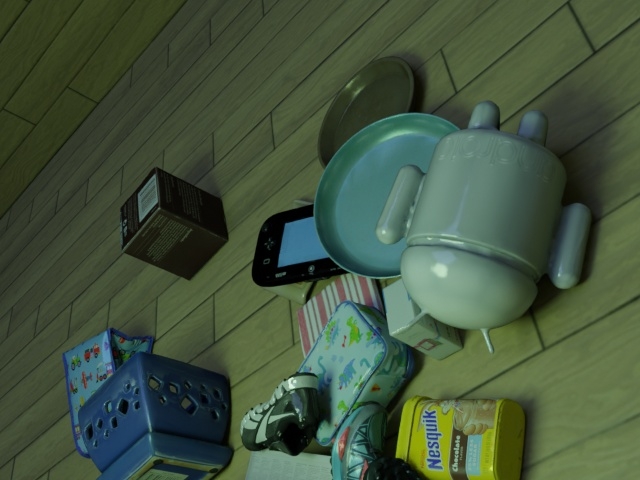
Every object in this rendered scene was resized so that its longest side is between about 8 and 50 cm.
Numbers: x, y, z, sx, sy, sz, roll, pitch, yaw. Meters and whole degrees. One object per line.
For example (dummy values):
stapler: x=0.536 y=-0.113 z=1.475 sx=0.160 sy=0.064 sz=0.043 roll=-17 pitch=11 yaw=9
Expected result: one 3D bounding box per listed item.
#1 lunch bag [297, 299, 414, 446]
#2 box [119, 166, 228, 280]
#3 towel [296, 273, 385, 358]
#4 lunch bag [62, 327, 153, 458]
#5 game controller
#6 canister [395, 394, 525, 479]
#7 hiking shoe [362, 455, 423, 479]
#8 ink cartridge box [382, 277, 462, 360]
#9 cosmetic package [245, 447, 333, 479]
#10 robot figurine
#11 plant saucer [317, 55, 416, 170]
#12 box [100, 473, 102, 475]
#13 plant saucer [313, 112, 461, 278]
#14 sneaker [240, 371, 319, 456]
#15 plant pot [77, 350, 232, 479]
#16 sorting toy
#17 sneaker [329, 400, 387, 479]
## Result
lunch bag: x=0.048 y=0.220 z=1.294 sx=0.219 sy=0.090 sz=0.176 roll=-60 pitch=37 yaw=14
box: x=-0.366 y=-0.040 z=1.918 sx=0.167 sy=0.203 sz=0.168 roll=-45 pitch=38 yaw=24
towel: x=0.036 y=0.138 z=1.435 sx=0.197 sy=0.029 sz=0.144 roll=-40 pitch=40 yaw=25
lunch bag: x=-0.534 y=0.396 z=1.922 sx=0.221 sy=0.138 sz=0.293 roll=-27 pitch=57 yaw=37
game controller: x=0.000 y=0.000 z=1.487 sx=0.319 sy=0.067 sz=0.166 roll=-13 pitch=47 yaw=35
canister: x=0.196 y=0.282 z=1.086 sx=0.170 sy=0.073 sz=0.126 roll=-13 pitch=57 yaw=46
hiking shoe: x=0.095 y=0.447 z=1.032 sx=0.132 sy=0.113 sz=0.304 roll=-43 pitch=48 yaw=46
ink cartridge box: x=0.159 y=0.122 z=1.200 sx=0.052 sy=0.122 sz=0.088 roll=-34 pitch=44 yaw=29
cosmetic package: x=-0.035 y=0.409 z=1.306 sx=0.239 sy=0.060 sz=0.099 roll=-10 pitch=61 yaw=50
robot figurine: x=0.235 y=-0.022 z=1.129 sx=0.300 sy=0.200 sz=0.353 roll=13 pitch=75 yaw=20
plant saucer: x=0.100 y=-0.251 z=1.606 sx=0.278 sy=0.041 sz=0.278 roll=-31 pitch=46 yaw=38
box: x=-0.408 y=0.575 z=1.588 sx=0.156 sy=0.158 sz=0.093 roll=-55 pitch=35 yaw=9
plant saucer: x=0.136 y=-0.076 z=1.365 sx=0.317 sy=0.043 sz=0.318 roll=-13 pitch=62 yaw=26
sneaker: x=-0.068 y=0.314 z=1.276 sx=0.234 sy=0.078 sz=0.106 roll=-50 pitch=41 yaw=41
plant pot: x=-0.324 y=0.392 z=1.550 sx=0.236 sy=0.236 sz=0.212 roll=-42 pitch=44 yaw=25
sorting toy: x=-0.049 y=0.017 z=1.615 sx=0.193 sy=0.038 sz=0.208 roll=16 pitch=80 yaw=55
sneaker: x=0.083 y=0.377 z=1.164 sx=0.125 sy=0.104 sz=0.262 roll=0 pitch=74 yaw=41
